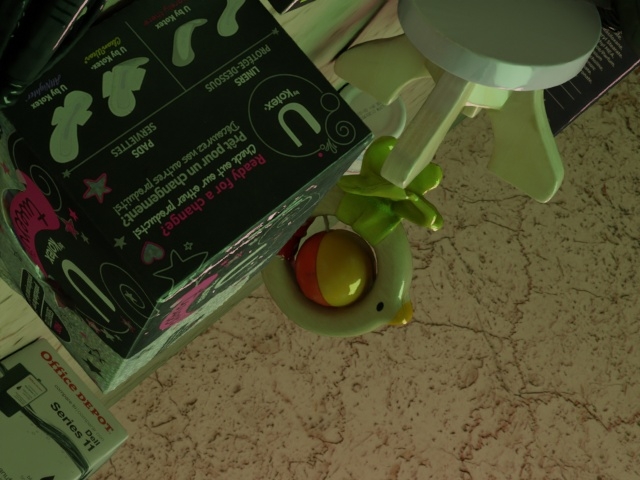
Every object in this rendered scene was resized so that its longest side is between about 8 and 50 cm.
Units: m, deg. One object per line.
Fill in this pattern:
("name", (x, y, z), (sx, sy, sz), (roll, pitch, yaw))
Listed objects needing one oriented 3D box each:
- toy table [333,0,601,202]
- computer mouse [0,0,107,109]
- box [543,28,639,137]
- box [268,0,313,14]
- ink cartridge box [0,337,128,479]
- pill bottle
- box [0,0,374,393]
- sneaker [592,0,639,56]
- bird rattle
("toy table", (0.142, -0.162, 1.040), (0.274, 0.252, 0.161), (-27, 150, -46))
("computer mouse", (-0.175, -0.030, 0.371), (0.188, 0.072, 0.272), (-42, 176, 30))
("box", (0.417, -0.354, 1.583), (0.293, 0.212, 0.395), (-37, 174, -40))
("box", (0.094, -0.241, 0.614), (0.216, 0.060, 0.270), (-36, 180, 42))
("ink cartridge box", (-0.320, 0.211, 1.135), (0.087, 0.153, 0.208), (-44, 176, 29))
("pill bottle", (0.046, -0.132, 1.347), (0.087, 0.087, 0.160), (-40, 177, -15))
("box", (-0.101, -0.024, 0.668), (0.163, 0.142, 0.247), (-40, 176, -25))
("sneaker", (0.320, -0.245, 1.096), (0.130, 0.109, 0.286), (-34, -163, 35))
("bird rattle", (0.000, 0.000, 1.106), (0.254, 0.207, 0.143), (-7, -170, 17))
